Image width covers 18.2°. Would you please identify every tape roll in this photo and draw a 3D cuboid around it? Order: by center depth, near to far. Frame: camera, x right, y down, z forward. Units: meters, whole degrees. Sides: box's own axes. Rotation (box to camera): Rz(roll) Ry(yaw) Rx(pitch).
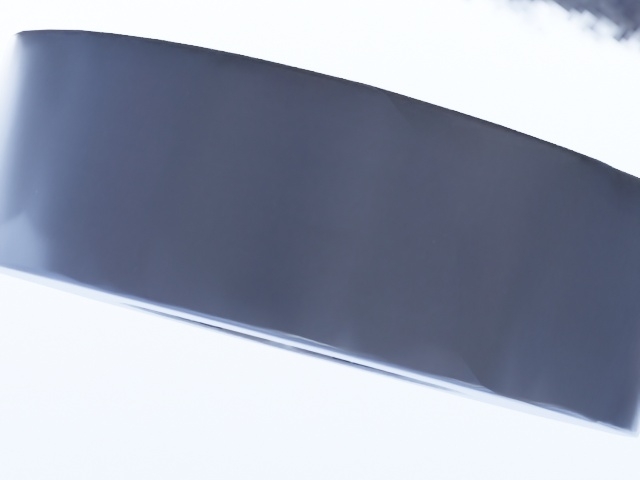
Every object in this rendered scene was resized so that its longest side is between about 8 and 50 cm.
[{"bbox_3d":[0.000,0.000,0.621,0.219,0.072,0.219,14,176,1],"label":"tape roll"}]
